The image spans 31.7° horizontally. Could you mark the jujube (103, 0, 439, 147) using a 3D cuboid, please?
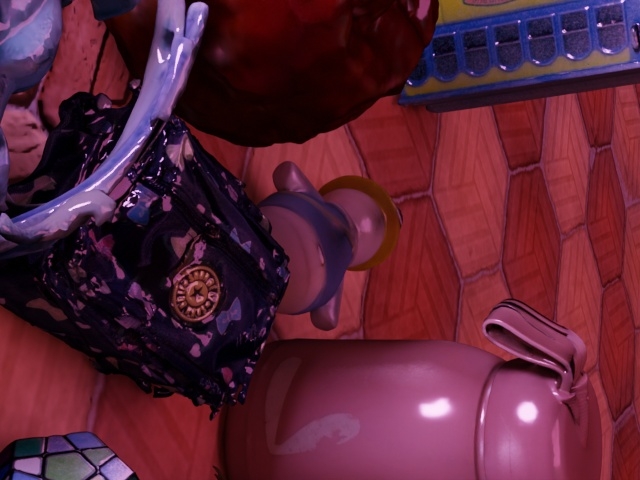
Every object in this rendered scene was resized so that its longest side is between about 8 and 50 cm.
[{"bbox_3d":[-0.018,-0.239,0.832,0.377,0.276,0.276,-55,134,-47],"label":"jujube"}]

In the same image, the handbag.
[{"bbox_3d":[-0.112,0.013,0.777,0.260,0.113,0.162,50,54,-48],"label":"handbag"}]

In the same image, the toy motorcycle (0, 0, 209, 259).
[{"bbox_3d":[-0.177,-0.109,0.615,0.206,0.154,0.260,26,77,-16],"label":"toy motorcycle"}]

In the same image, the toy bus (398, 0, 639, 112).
[{"bbox_3d":[0.238,-0.253,1.253,0.152,0.312,0.190,-18,101,-61],"label":"toy bus"}]

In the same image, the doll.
[{"bbox_3d":[-0.001,0.001,1.013,0.135,0.099,0.241,47,28,9],"label":"doll"}]

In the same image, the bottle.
[{"bbox_3d":[0.079,0.152,0.935,0.173,0.297,0.206,-34,117,-56],"label":"bottle"}]

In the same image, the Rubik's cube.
[{"bbox_3d":[-0.160,0.182,0.689,0.112,0.133,0.133,21,67,-85],"label":"Rubik's cube"}]

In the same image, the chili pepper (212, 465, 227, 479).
[{"bbox_3d":[-0.061,0.253,0.894,0.086,0.084,0.192,-73,154,-62],"label":"chili pepper"}]
